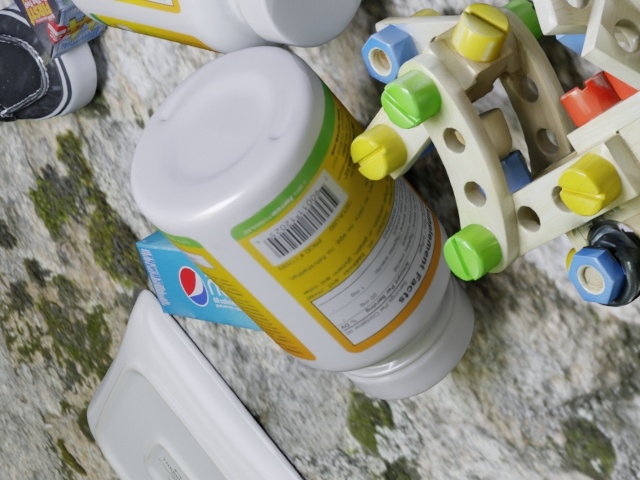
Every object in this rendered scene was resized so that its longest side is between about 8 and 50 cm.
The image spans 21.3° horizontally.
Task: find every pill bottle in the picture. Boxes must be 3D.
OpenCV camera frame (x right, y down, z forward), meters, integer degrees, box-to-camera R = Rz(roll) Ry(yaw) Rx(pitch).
[{"bbox_3d":[-0.072,-0.184,1.119,0.208,0.117,0.118,18,131,46],"label":"pill bottle"},{"bbox_3d":[0.000,0.000,1.104,0.136,0.136,0.246,18,159,46],"label":"pill bottle"}]

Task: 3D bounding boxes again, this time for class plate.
[{"bbox_3d":[-0.124,0.217,1.614,0.277,0.045,0.278,49,148,12],"label":"plate"}]

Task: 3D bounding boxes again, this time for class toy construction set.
[{"bbox_3d":[0.143,-0.076,0.908,0.215,0.151,0.327,57,159,0],"label":"toy construction set"}]

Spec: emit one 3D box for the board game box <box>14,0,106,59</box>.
[{"bbox_3d":[-0.205,-0.244,1.305,0.194,0.060,0.194,-4,115,55],"label":"board game box"}]

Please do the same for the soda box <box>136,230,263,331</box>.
[{"bbox_3d":[-0.051,0.022,1.315,0.210,0.071,0.067,7,122,51],"label":"soda box"}]

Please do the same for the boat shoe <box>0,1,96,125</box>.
[{"bbox_3d":[-0.302,-0.143,1.484,0.301,0.102,0.108,6,122,52],"label":"boat shoe"}]
